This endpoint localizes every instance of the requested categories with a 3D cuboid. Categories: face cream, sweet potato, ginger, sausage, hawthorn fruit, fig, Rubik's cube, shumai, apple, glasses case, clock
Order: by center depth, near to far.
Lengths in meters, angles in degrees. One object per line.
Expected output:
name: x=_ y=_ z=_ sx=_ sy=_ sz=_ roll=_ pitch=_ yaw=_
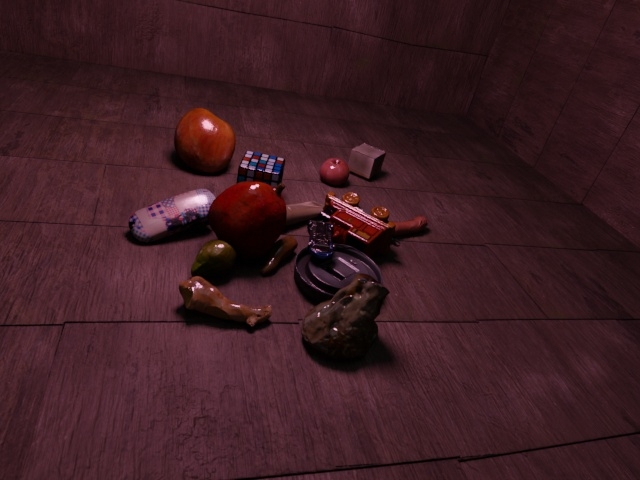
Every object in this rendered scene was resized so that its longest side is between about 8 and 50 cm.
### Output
shumai: x=0.075 y=0.217 z=1.456 sx=0.222 sy=0.204 sz=0.271 roll=29 pitch=39 yaw=25
ginger: x=-0.293 y=0.190 z=1.472 sx=0.294 sy=0.086 sz=0.131 roll=19 pitch=22 yaw=-7
fig: x=-0.361 y=0.071 z=1.600 sx=0.123 sy=0.123 sz=0.156 roll=26 pitch=50 yaw=19
hawthorn fruit: x=-0.245 y=-0.097 z=1.710 sx=0.265 sy=0.307 sz=0.265 roll=40 pitch=16 yaw=-14
clock: x=0.061 y=0.123 z=1.720 sx=0.324 sy=0.067 sz=0.325 roll=10 pitch=32 yaw=-7
sweet potato: x=-0.149 y=0.043 z=1.757 sx=0.077 sy=0.077 sz=0.244 roll=22 pitch=31 yaw=13
glasses case: x=-0.533 y=-0.095 z=1.758 sx=0.327 sy=0.076 sz=0.125 roll=-25 pitch=73 yaw=-27
face cream: x=-0.079 y=-0.125 z=2.057 sx=0.137 sy=0.084 sz=0.341 roll=22 pitch=24 yaw=31
Rubik's cube: x=-0.261 y=-0.259 z=2.084 sx=0.182 sy=0.187 sz=0.184 roll=12 pitch=30 yaw=-3
sausage: x=0.372 y=-0.060 z=2.128 sx=0.304 sy=0.078 sz=0.078 roll=-11 pitch=40 yaw=-37
apple: x=-0.538 y=-0.479 z=2.243 sx=0.301 sy=0.302 sz=0.302 roll=10 pitch=32 yaw=-6
apple: x=0.071 y=-0.348 z=2.416 sx=0.153 sy=0.120 sz=0.153 roll=10 pitch=33 yaw=-7

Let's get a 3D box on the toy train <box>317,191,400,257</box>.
toy train: x=0.146 y=-0.049 z=1.947 sx=0.369 sy=0.163 sz=0.231 roll=29 pitch=43 yaw=23

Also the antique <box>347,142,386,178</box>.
antique: x=0.244 y=-0.422 z=2.573 sx=0.146 sy=0.148 sz=0.152 roll=26 pitch=34 yaw=21

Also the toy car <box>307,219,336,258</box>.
toy car: x=0.000 y=0.000 z=1.766 sx=0.103 sy=0.063 sz=0.216 roll=8 pitch=38 yaw=-7
